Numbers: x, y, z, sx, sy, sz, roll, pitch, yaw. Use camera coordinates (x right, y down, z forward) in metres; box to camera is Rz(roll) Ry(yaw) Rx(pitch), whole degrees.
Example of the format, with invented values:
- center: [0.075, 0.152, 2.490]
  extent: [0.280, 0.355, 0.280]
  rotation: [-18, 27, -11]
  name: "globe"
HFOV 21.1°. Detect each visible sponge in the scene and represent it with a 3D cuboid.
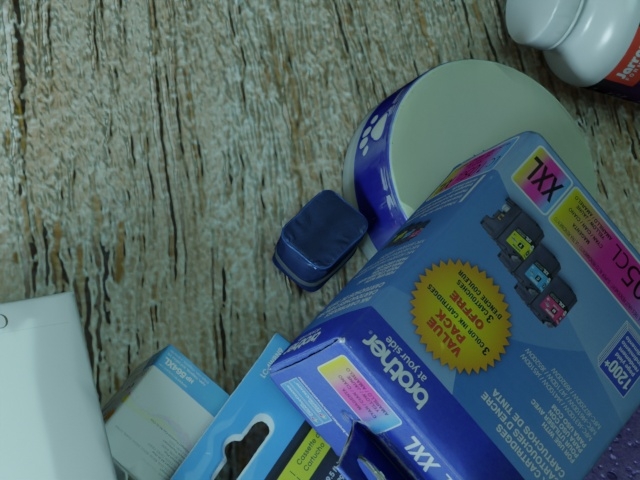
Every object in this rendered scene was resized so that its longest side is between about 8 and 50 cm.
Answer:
- center: [0.356, 0.226, 1.877]
  extent: [0.210, 0.031, 0.117]
  rotation: [-33, 71, -31]
  name: "sponge"

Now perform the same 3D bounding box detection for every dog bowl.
- center: [0.163, -0.057, 1.849]
  extent: [0.265, 0.104, 0.264]
  rotation: [8, 70, -24]
  name: "dog bowl"

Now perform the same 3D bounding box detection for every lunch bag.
- center: [0.000, 0.000, 1.771]
  extent: [0.067, 0.065, 0.098]
  rotation: [42, 60, 9]
  name: "lunch bag"

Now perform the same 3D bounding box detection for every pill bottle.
- center: [0.383, -0.247, 1.980]
  extent: [0.323, 0.181, 0.181]
  rotation: [12, 68, -23]
  name: "pill bottle"

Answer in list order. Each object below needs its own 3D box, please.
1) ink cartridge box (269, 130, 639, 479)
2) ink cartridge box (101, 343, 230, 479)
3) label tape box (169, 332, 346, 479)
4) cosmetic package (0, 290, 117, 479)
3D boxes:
- center: [0.143, 0.123, 1.626]
  extent: [0.270, 0.151, 0.395]
  rotation: [49, 58, -7]
  name: "ink cartridge box"
- center: [-0.165, 0.186, 1.607]
  extent: [0.090, 0.092, 0.143]
  rotation: [43, 59, -8]
  name: "ink cartridge box"
- center: [0.002, 0.297, 1.641]
  extent: [0.348, 0.115, 0.249]
  rotation: [41, 60, -10]
  name: "label tape box"
- center: [-0.282, 0.246, 1.493]
  extent: [0.197, 0.155, 0.365]
  rotation: [-10, 80, -28]
  name: "cosmetic package"
